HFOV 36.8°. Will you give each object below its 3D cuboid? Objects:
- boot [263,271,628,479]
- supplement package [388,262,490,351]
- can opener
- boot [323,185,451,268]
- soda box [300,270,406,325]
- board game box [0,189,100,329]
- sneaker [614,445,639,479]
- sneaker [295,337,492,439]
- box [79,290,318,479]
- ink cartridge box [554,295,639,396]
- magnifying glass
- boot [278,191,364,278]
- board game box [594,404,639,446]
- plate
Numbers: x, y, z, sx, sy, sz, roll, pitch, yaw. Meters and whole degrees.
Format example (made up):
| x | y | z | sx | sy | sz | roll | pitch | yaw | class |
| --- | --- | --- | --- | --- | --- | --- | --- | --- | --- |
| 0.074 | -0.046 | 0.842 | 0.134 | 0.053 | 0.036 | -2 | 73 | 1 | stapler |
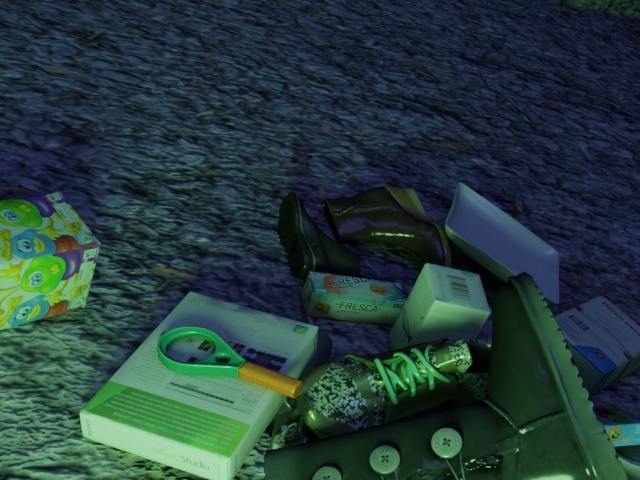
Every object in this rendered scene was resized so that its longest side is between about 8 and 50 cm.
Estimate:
| x | y | z | sx | sy | sz | roll | pitch | yaw | class |
| --- | --- | --- | --- | --- | --- | --- | --- | --- | --- |
| 0.137 | 0.255 | 1.313 | 0.445 | 0.146 | 0.367 | -23 | 41 | 8 | boot |
| 0.202 | 0.145 | 1.664 | 0.105 | 0.179 | 0.105 | 12 | 35 | -15 | supplement package |
| -0.020 | 0.259 | 1.504 | 0.095 | 0.076 | 0.283 | 49 | 29 | -19 | can opener |
| 0.133 | -0.009 | 1.947 | 0.207 | 0.090 | 0.248 | -10 | 49 | -18 | boot |
| 0.059 | 0.106 | 1.740 | 0.183 | 0.063 | 0.058 | 8 | 37 | -20 | soda box |
| -0.496 | 0.040 | 1.445 | 0.275 | 0.144 | 0.142 | -15 | 49 | -41 | board game box |
| 0.488 | 0.366 | 1.615 | 0.296 | 0.104 | 0.147 | 8 | 18 | -4 | sneaker |
| 0.151 | 0.202 | 1.480 | 0.411 | 0.182 | 0.158 | -5 | 55 | -33 | sneaker |
| -0.168 | 0.205 | 1.426 | 0.232 | 0.058 | 0.322 | 14 | 33 | 17 | box |
| 0.523 | 0.203 | 1.850 | 0.203 | 0.085 | 0.148 | -14 | 49 | -42 | ink cartridge box |
| -0.133 | 0.178 | 1.394 | 0.231 | 0.026 | 0.092 | 18 | 35 | 21 | magnifying glass |
| 0.000 | 0.000 | 1.854 | 0.137 | 0.077 | 0.197 | 9 | 50 | -27 | boot |
| 0.396 | 0.304 | 1.554 | 0.212 | 0.039 | 0.160 | -5 | 0 | -3 | board game box |
| 0.376 | 0.011 | 2.009 | 0.278 | 0.045 | 0.277 | 35 | 26 | -2 | plate |
